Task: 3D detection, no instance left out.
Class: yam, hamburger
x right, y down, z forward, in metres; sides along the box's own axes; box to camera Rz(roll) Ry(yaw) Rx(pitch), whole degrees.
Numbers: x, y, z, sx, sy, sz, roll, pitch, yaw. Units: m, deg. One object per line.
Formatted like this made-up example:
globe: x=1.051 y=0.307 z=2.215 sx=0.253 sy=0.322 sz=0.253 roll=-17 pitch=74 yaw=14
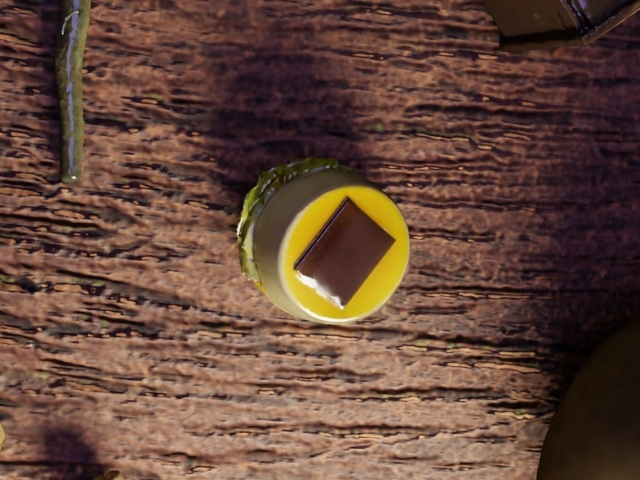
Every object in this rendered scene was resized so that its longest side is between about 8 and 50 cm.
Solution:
yam: x=-0.187 y=-0.159 z=1.058 sx=0.027 sy=0.029 sz=0.234 roll=1 pitch=95 yaw=-25
hamburger: x=0.000 y=0.000 z=1.094 sx=0.141 sy=0.081 sz=0.126 roll=22 pitch=92 yaw=-27

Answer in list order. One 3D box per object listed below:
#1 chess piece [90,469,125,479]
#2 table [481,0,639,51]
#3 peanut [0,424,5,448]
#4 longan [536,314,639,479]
chess piece: x=-0.152 y=0.244 z=1.090 sx=0.066 sy=0.066 sz=0.122 roll=-31 pitch=97 yaw=-9
table: x=0.184 y=-0.270 z=1.068 sx=0.172 sy=0.169 sz=0.193 roll=-34 pitch=103 yaw=-9
peanut: x=-0.329 y=0.188 z=1.014 sx=0.197 sy=0.110 sz=0.233 roll=4 pitch=94 yaw=-10
longan: x=0.327 y=0.186 z=1.089 sx=0.319 sy=0.319 sz=0.318 roll=-1 pitch=96 yaw=-14
